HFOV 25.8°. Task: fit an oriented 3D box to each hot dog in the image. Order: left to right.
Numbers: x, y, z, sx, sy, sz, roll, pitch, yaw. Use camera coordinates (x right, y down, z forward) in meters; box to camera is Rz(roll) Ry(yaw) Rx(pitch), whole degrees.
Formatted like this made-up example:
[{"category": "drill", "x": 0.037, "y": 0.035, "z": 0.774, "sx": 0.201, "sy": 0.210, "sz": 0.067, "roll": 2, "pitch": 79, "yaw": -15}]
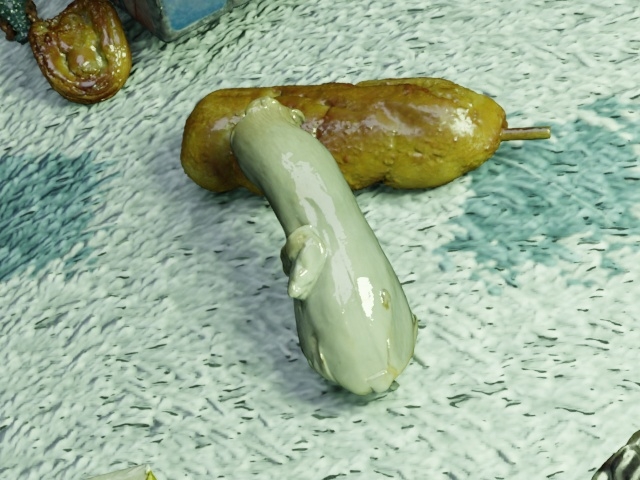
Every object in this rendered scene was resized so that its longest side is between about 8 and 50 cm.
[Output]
[{"category": "hot dog", "x": -0.251, "y": -0.206, "z": 1.467, "sx": 0.099, "sy": 0.065, "sz": 0.147, "roll": -25, "pitch": 49, "yaw": 1}]

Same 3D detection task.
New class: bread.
[{"category": "bread", "x": 0.034, "y": -0.099, "z": 1.255, "sx": 0.344, "sy": 0.084, "sz": 0.124, "roll": -1, "pitch": 51, "yaw": 19}]

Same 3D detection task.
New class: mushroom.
[{"category": "mushroom", "x": 0.001, "y": 0.000, "z": 1.143, "sx": 0.099, "sy": 0.096, "sz": 0.278, "roll": -18, "pitch": 69, "yaw": -14}]

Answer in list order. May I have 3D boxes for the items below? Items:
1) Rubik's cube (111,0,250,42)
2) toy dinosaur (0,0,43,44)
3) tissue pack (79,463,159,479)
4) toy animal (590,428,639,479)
[{"category": "Rubik's cube", "x": -0.140, "y": -0.463, "z": 1.439, "sx": 0.337, "sy": 0.344, "sz": 0.344, "roll": -30, "pitch": 46, "yaw": -19}, {"category": "toy dinosaur", "x": -0.341, "y": -0.258, "z": 1.552, "sx": 0.049, "sy": 0.055, "sz": 0.154, "roll": -25, "pitch": 44, "yaw": -6}, {"category": "tissue pack", "x": -0.139, "y": 0.241, "z": 0.982, "sx": 0.106, "sy": 0.149, "sz": 0.099, "roll": -16, "pitch": 48, "yaw": 8}, {"category": "toy animal", "x": 0.251, "y": 0.153, "z": 0.914, "sx": 0.160, "sy": 0.272, "sz": 0.197, "roll": -33, "pitch": 40, "yaw": 43}]
